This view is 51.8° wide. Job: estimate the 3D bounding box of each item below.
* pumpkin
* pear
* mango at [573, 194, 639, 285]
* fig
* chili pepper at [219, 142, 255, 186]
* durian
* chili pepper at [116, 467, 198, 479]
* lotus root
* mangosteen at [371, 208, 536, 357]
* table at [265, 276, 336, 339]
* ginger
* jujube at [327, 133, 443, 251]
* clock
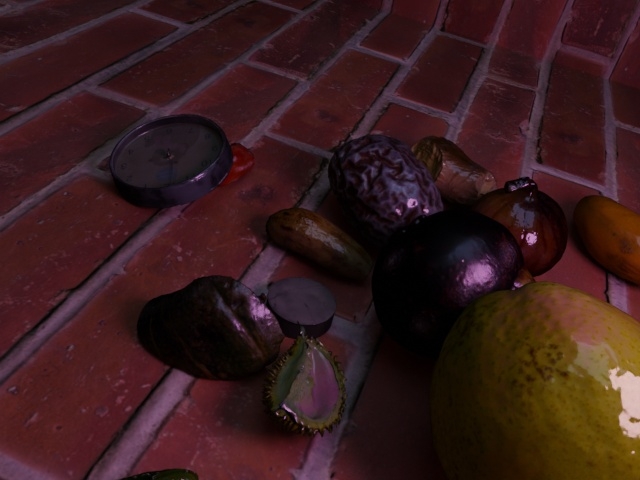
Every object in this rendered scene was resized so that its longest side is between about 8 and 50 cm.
[{"bbox_3d":[-0.205,0.130,1.106,0.279,0.162,0.111,26,37,18],"label":"pumpkin"},{"bbox_3d":[0.338,0.238,0.958,0.392,0.390,0.391,9,36,-7],"label":"pear"},{"bbox_3d":[0.734,-0.008,1.622,0.187,0.143,0.359,11,28,-24],"label":"mango"},{"bbox_3d":[0.457,-0.027,1.511,0.235,0.214,0.235,32,23,-15],"label":"fig"},{"bbox_3d":[-0.238,-0.175,1.575,0.086,0.084,0.192,11,28,25],"label":"chili pepper"},{"bbox_3d":[-0.031,0.244,1.073,0.137,0.096,0.220,47,31,-15],"label":"durian"},{"bbox_3d":[-0.218,0.345,0.896,0.204,0.073,0.072,-3,25,-24],"label":"chili pepper"},{"bbox_3d":[0.000,0.000,1.408,0.259,0.097,0.110,28,35,13],"label":"lotus root"},{"bbox_3d":[0.246,0.095,1.227,0.297,0.313,0.296,-27,26,15],"label":"mangosteen"},{"bbox_3d":[-0.038,0.129,1.263,0.134,0.043,0.133,9,36,-6],"label":"table"},{"bbox_3d":[0.356,-0.178,1.742,0.222,0.130,0.275,12,33,-21],"label":"ginger"},{"bbox_3d":[0.148,-0.111,1.515,0.226,0.226,0.316,-4,45,-23],"label":"jujube"},{"bbox_3d":[-0.341,-0.187,1.503,0.281,0.055,0.280,-4,47,5],"label":"clock"}]
